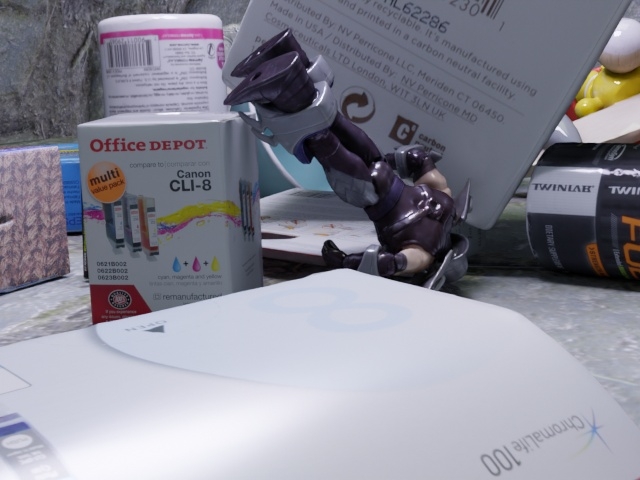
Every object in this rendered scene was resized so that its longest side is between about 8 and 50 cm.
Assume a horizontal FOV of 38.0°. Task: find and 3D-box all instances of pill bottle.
[{"bbox_3d":[-0.198,-0.145,1.209,0.160,0.283,0.160,-2,10,0],"label":"pill bottle"},{"bbox_3d":[0.326,-0.025,0.853,0.245,0.131,0.130,5,12,38],"label":"pill bottle"}]

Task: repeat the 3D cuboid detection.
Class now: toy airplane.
[{"bbox_3d":[0.510,-0.219,1.481,0.384,0.273,0.386,-6,21,38],"label":"toy airplane"}]

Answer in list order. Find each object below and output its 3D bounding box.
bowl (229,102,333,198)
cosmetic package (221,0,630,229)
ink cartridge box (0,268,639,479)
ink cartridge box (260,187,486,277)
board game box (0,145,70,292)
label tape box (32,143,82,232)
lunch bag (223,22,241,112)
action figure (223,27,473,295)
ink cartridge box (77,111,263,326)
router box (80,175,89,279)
[{"bbox_3d":[-0.009,-0.155,1.325,0.311,0.312,0.163,-10,-11,-38],"label":"bowl"},{"bbox_3d":[0.158,-0.272,1.032,0.329,0.327,0.393,31,26,9],"label":"cosmetic package"},{"bbox_3d":[0.012,0.100,0.346,0.308,0.091,0.385,-10,12,-37],"label":"ink cartridge box"},{"bbox_3d":[0.000,0.000,0.997,0.275,0.060,0.239,7,20,40],"label":"ink cartridge box"},{"bbox_3d":[-0.452,-0.018,0.963,0.291,0.141,0.232,3,12,28],"label":"board game box"},{"bbox_3d":[-0.440,-0.082,1.414,0.240,0.106,0.334,-3,10,-3],"label":"label tape box"},{"bbox_3d":[-0.198,-0.213,1.565,0.256,0.305,0.212,-6,7,-37],"label":"lunch bag"},{"bbox_3d":[0.040,-0.054,0.818,0.099,0.285,0.185,-30,24,31],"label":"action figure"},{"bbox_3d":[-0.126,-0.023,0.816,0.128,0.176,0.127,-1,10,9],"label":"ink cartridge box"},{"bbox_3d":[-0.202,-0.017,0.955,0.092,0.123,0.038,5,8,34],"label":"router box"}]
